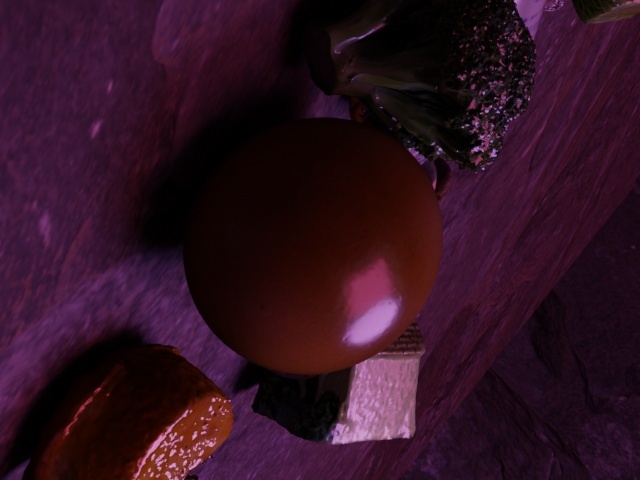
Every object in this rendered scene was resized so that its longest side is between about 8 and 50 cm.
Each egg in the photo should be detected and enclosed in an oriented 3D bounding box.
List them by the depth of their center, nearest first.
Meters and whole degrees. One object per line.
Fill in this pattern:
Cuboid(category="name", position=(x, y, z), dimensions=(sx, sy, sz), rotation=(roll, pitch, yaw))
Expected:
Cuboid(category="egg", position=(0.000, 0.000, 1.265), dimensions=(0.322, 0.250, 0.250), rotation=(-35, 152, -61))

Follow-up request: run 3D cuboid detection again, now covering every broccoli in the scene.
Cuboid(category="broccoli", position=(0.108, -0.195, 1.281), dimensions=(0.242, 0.269, 0.261), rotation=(-12, 102, -19))

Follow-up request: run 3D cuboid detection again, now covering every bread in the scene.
Cuboid(category="bread", position=(-0.182, 0.185, 1.265), dimensions=(0.229, 0.143, 0.139), rotation=(-39, 155, -50))

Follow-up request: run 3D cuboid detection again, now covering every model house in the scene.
Cuboid(category="model house", position=(0.019, 0.154, 1.704), dimensions=(0.195, 0.214, 0.189), rotation=(6, 101, -36))

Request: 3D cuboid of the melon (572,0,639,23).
Cuboid(category="melon", position=(0.422, -0.473, 1.653), dimensions=(0.331, 0.226, 0.343), rotation=(-15, 97, -63))

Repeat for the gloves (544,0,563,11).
Cuboid(category="gloves", position=(0.284, -0.356, 1.672), dimensions=(0.144, 0.094, 0.110), rotation=(38, 56, -59))

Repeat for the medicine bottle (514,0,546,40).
Cuboid(category="medicine bottle", position=(0.211, -0.305, 1.512), dimensions=(0.130, 0.130, 0.341), rotation=(-45, 157, -34))

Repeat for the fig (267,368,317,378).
Cuboid(category="fig", position=(-0.023, 0.051, 1.527), dimensions=(0.149, 0.149, 0.245), rotation=(-39, 134, -45))

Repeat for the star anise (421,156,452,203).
Cuboid(category="star anise", position=(0.115, -0.043, 1.773), dimensions=(0.236, 0.093, 0.229), rotation=(-55, 157, -23))

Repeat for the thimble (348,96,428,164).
Cuboid(category="thimble", position=(0.114, -0.171, 1.479), dimensions=(0.151, 0.127, 0.118), rotation=(-50, 161, 9))
